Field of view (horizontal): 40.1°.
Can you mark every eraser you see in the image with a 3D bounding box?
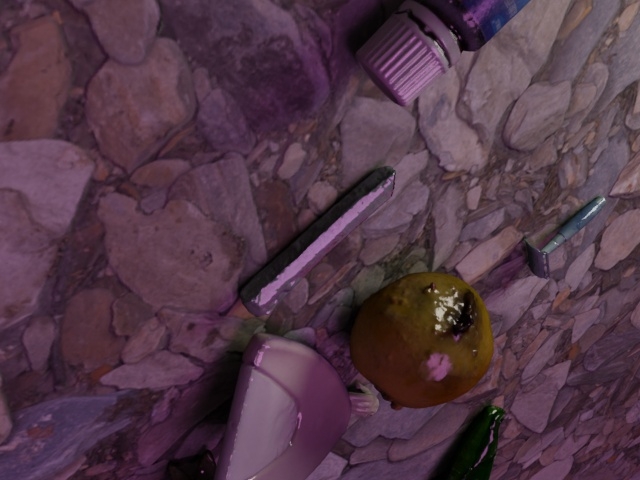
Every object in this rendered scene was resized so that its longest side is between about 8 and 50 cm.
[{"bbox_3d":[-0.038,0.209,1.028,0.243,0.059,0.204,14,89,-62],"label":"eraser"}]

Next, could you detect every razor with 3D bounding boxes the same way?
[{"bbox_3d":[0.332,-0.014,1.174,0.135,0.040,0.068,-40,144,-13],"label":"razor"}]

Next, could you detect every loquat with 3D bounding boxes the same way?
[{"bbox_3d":[0.115,0.123,1.028,0.172,0.149,0.204,-8,145,-37],"label":"loquat"}]

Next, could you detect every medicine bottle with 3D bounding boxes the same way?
[{"bbox_3d":[0.123,-0.208,0.764,0.203,0.083,0.083,-43,142,5],"label":"medicine bottle"}]

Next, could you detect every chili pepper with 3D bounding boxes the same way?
[{"bbox_3d":[0.253,0.357,1.443,0.108,0.062,0.216,-9,132,-44],"label":"chili pepper"}]

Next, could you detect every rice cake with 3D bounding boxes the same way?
[{"bbox_3d":[0.000,0.000,0.900,0.208,0.033,0.033,-43,133,0],"label":"rice cake"}]

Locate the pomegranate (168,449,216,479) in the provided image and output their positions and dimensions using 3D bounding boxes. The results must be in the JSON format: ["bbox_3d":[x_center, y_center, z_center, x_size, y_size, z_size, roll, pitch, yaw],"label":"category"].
[{"bbox_3d":[-0.132,0.365,1.045,0.182,0.181,0.224,-13,115,-31],"label":"pomegranate"}]

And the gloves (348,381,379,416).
[{"bbox_3d":[0.056,0.210,1.155,0.081,0.037,0.044,17,79,-42],"label":"gloves"}]
